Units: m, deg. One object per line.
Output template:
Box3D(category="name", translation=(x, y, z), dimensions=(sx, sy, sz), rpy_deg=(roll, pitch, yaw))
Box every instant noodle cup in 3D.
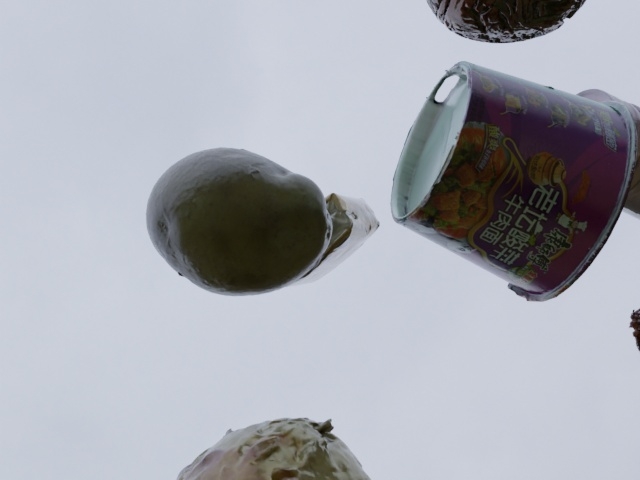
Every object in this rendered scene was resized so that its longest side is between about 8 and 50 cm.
Box3D(category="instant noodle cup", translation=(0.202, -0.077, 1.069), dimensions=(0.190, 0.251, 0.251), rpy_deg=(21, -68, -12))

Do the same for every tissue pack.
Box3D(category="tissue pack", translation=(0.000, 0.000, 1.640), dimensions=(0.186, 0.090, 0.222), rpy_deg=(-38, -8, 14))

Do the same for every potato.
Box3D(category="potato", translation=(-0.101, -0.023, 1.190), dimensions=(0.235, 0.160, 0.178), rpy_deg=(0, -65, -6))

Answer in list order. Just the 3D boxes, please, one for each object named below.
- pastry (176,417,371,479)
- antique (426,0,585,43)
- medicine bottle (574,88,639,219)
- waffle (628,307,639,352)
Box3D(category="pastry", translation=(-0.082, 0.303, 1.118), dimensions=(0.256, 0.170, 0.236), rpy_deg=(-28, -15, 31))
Box3D(category="antique", translation=(0.098, -0.151, 0.496), dimensions=(0.104, 0.104, 0.104), rpy_deg=(-17, -50, -21))
Box3D(category="medicine bottle", translation=(0.426, -0.096, 1.245), dimensions=(0.249, 0.133, 0.133), rpy_deg=(20, -69, -28))
Box3D(category="waffle", translation=(0.424, 0.120, 1.214), dimensions=(0.029, 0.075, 0.083), rpy_deg=(-16, -6, 34))
